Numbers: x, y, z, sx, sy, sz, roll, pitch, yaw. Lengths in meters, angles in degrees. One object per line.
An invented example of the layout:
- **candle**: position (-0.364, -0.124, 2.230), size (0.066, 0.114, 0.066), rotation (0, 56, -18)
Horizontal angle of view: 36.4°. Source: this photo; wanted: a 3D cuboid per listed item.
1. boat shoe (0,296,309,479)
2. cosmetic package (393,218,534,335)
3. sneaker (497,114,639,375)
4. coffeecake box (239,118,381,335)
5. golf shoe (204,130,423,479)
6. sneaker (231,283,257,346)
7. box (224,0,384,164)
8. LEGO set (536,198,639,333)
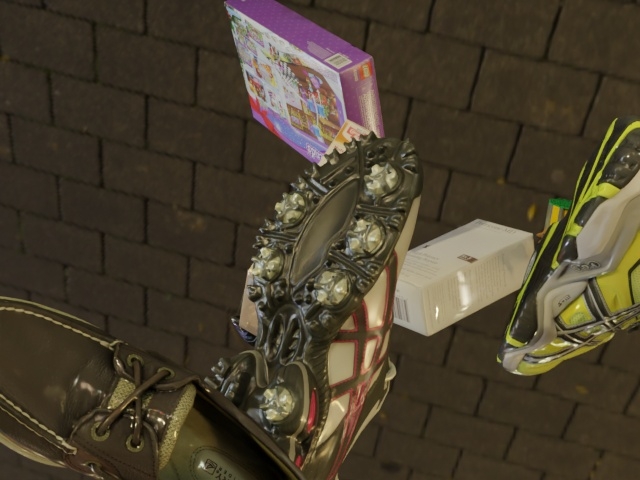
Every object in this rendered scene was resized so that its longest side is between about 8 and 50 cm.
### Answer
- **boat shoe**: position (-0.090, 0.093, 0.509), size (0.223, 0.080, 0.073), rotation (39, 144, -25)
- **cosmetic package**: position (0.196, 0.049, 1.423), size (0.117, 0.231, 0.086), rotation (18, 125, 49)
- **sneaker**: position (0.284, 0.045, 0.963), size (0.147, 0.145, 0.385), rotation (22, 148, 4)
- **coffeecake box**: position (0.000, 0.000, 0.935), size (0.068, 0.186, 0.142), rotation (29, 155, 6)
- **golf shoe**: position (0.006, 0.057, 0.692), size (0.105, 0.273, 0.120), rotation (23, 178, 39)
- **sneaker**: position (-0.040, 0.036, 1.302), size (0.081, 0.232, 0.090), rotation (11, 159, 38)
- **box**: position (-0.020, -0.208, 1.348), size (0.293, 0.057, 0.201), rotation (41, 152, 43)
- **LEGO set**: position (0.477, 0.051, 1.443), size (0.255, 0.331, 0.192), rotation (21, 111, 42)
